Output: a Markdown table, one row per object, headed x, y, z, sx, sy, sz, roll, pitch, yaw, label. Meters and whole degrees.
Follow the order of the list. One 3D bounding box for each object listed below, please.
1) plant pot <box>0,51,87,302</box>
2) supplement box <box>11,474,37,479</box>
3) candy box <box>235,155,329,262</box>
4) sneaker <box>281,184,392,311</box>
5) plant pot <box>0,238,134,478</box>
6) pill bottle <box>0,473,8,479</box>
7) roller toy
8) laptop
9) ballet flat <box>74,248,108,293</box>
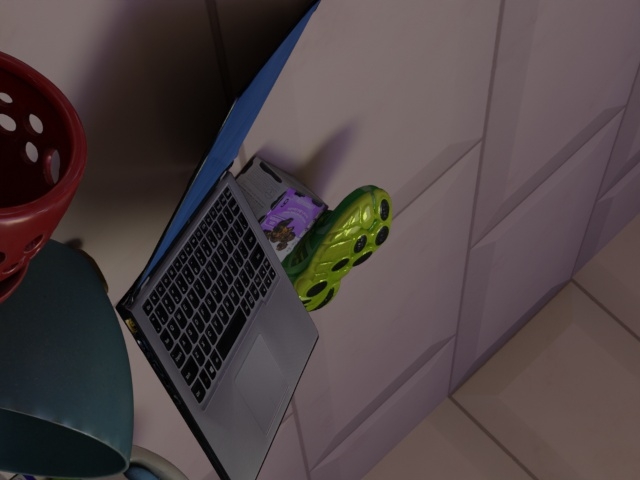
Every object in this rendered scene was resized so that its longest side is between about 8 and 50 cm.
| x | y | z | sx | sy | sz | roll | pitch | yaw | label |
| --- | --- | --- | --- | --- | --- | --- | --- | --- | --- |
| -0.307 | -0.043 | 1.129 | 0.191 | 0.191 | 0.174 | -30 | 162 | -40 | plant pot |
| -0.458 | 0.443 | 1.888 | 0.220 | 0.114 | 0.111 | -39 | 161 | -24 | supplement box |
| -0.098 | -0.004 | 1.818 | 0.196 | 0.070 | 0.165 | -50 | 161 | 7 | candy box |
| 0.000 | 0.000 | 1.948 | 0.109 | 0.123 | 0.295 | -10 | 155 | -34 | sneaker |
| -0.312 | 0.102 | 1.338 | 0.290 | 0.290 | 0.195 | 81 | 18 | -67 | plant pot |
| -0.467 | 0.384 | 1.789 | 0.160 | 0.087 | 0.087 | -38 | 159 | -23 | pill bottle |
| -0.283 | 0.402 | 2.026 | 0.146 | 0.191 | 0.209 | -59 | 139 | -38 | roller toy |
| -0.044 | -0.002 | 1.503 | 0.236 | 0.408 | 0.382 | -21 | -162 | 22 | laptop |
| -0.337 | 0.105 | 1.526 | 0.232 | 0.073 | 0.080 | -44 | 160 | -8 | ballet flat |
